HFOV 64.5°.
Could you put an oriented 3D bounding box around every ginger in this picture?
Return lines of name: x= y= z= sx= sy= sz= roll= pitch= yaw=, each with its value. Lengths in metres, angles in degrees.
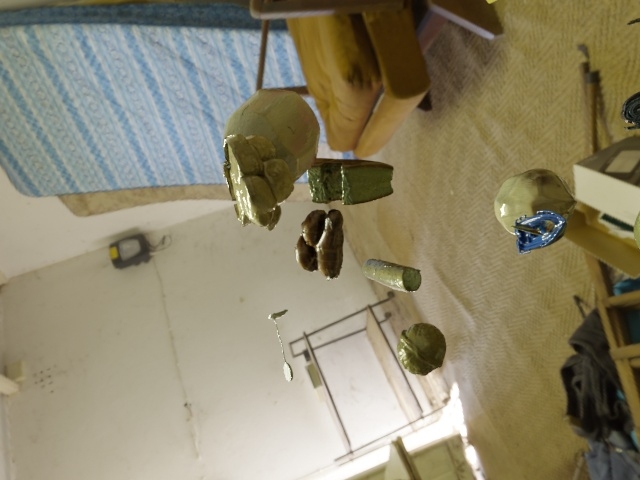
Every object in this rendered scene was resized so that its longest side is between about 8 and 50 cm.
ginger: x=0.000 y=0.000 z=1.042 sx=0.073 sy=0.103 sz=0.162 roll=-51 pitch=-29 yaw=-57

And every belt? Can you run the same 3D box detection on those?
belt: x=1.062 y=-0.423 z=1.585 sx=0.128 sy=0.217 sz=0.122 roll=-21 pitch=-79 yaw=-61

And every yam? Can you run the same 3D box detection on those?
yam: x=0.211 y=0.105 z=1.594 sx=0.371 sy=0.083 sz=0.083 roll=-173 pitch=64 yaw=-75

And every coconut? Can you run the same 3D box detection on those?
coconut: x=0.620 y=-0.108 z=1.450 sx=0.224 sy=0.224 sz=0.225 roll=161 pitch=90 yaw=-81
coconut: x=-0.108 y=-0.249 z=1.223 sx=0.227 sy=0.230 sz=0.227 roll=28 pitch=146 yaw=21

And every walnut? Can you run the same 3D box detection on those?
walnut: x=0.161 y=0.173 z=0.810 sx=0.092 sy=0.092 sz=0.092 roll=161 pitch=90 yaw=-81

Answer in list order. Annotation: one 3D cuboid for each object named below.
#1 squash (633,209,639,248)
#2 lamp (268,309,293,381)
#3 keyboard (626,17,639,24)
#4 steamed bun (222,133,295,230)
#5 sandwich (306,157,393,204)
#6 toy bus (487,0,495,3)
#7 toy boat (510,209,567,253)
squash: x=0.946 y=-0.036 z=1.356 sx=0.260 sy=0.189 sz=0.190 roll=13 pitch=-128 yaw=-64
lamp: x=-0.096 y=0.291 z=1.418 sx=0.050 sy=0.056 sz=0.199 roll=-48 pitch=53 yaw=55
keyboard: x=0.909 y=-0.594 z=1.313 sx=0.197 sy=0.063 sz=0.010 roll=-5 pitch=111 yaw=39
steamed bun: x=-0.118 y=-0.109 z=1.007 sx=0.178 sy=0.106 sz=0.193 roll=106 pitch=143 yaw=-58
sandwich: x=0.086 y=-0.175 z=1.470 sx=0.128 sy=0.235 sz=0.122 roll=-47 pitch=-45 yaw=-60
toy bus: x=0.470 y=-0.868 z=1.460 sx=0.331 sy=0.151 sz=0.145 roll=50 pitch=-174 yaw=-14
toy boat: x=0.466 y=-0.022 z=1.117 sx=0.175 sy=0.110 sz=0.091 roll=143 pitch=127 yaw=-69
